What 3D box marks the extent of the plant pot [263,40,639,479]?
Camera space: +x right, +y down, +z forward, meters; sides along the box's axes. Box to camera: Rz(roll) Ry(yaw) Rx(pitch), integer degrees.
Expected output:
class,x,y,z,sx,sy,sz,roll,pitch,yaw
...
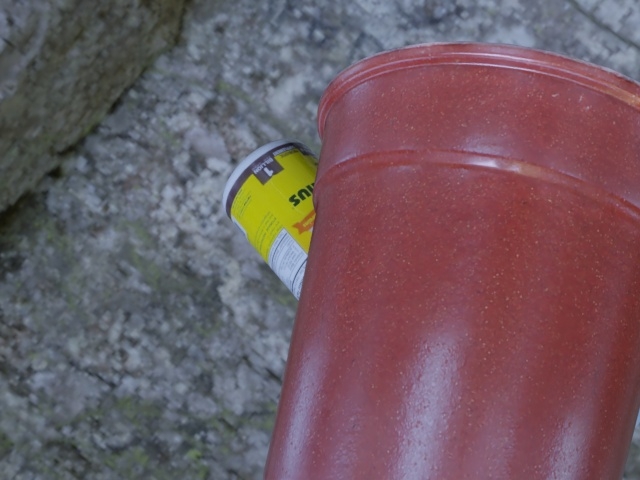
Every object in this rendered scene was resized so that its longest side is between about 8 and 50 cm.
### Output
class,x,y,z,sx,sy,sz,roll,pitch,yaw
plant pot,0.092,0.062,0.584,0.272,0.265,0.272,15,159,6

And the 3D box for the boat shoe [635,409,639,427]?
class,x,y,z,sx,sy,sz,roll,pitch,yaw
boat shoe,0.422,0.189,1.283,0.065,0.183,0.083,25,-178,-37

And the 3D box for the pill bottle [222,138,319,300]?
class,x,y,z,sx,sy,sz,roll,pitch,yaw
pill bottle,0.000,0.000,0.958,0.215,0.117,0.117,48,-170,24
